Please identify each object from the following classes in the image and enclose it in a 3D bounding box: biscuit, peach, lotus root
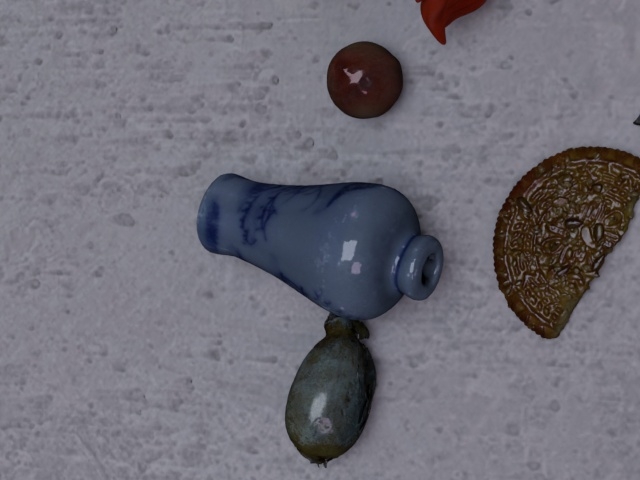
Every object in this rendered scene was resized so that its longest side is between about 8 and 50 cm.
[{"bbox_3d":[0.240,-0.011,1.844,0.126,0.025,0.206,31,97,19],"label":"biscuit"},{"bbox_3d":[0.045,-0.167,1.896,0.083,0.083,0.083,-1,87,20],"label":"peach"},{"bbox_3d":[0.014,0.154,1.892,0.088,0.088,0.165,14,82,20],"label":"lotus root"}]

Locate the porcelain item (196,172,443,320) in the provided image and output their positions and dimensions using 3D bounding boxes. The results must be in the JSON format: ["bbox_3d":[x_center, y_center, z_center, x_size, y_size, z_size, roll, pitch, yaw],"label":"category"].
[{"bbox_3d":[0.000,0.000,1.877,0.259,0.141,0.141,14,92,27],"label":"porcelain item"}]

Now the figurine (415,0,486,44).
[{"bbox_3d":[0.101,-0.322,1.843,0.257,0.181,0.208,-1,51,19],"label":"figurine"}]

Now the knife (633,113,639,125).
[{"bbox_3d":[0.410,-0.171,1.795,0.230,0.028,0.060,-32,65,19],"label":"knife"}]
